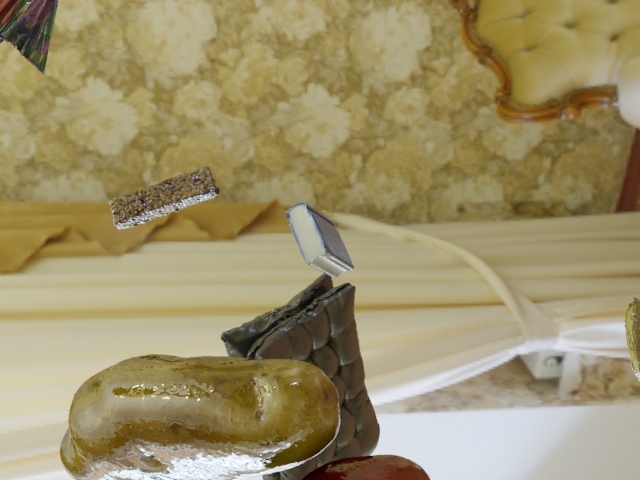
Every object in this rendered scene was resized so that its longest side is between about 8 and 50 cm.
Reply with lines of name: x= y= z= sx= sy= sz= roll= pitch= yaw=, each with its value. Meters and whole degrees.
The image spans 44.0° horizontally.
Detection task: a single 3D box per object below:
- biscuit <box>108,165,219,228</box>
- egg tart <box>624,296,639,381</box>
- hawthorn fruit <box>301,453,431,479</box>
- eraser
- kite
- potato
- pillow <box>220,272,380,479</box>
biscuit: x=-0.283 y=-0.078 z=1.438 sx=0.034 sy=0.199 sz=0.064 roll=87 pitch=162 yaw=-61
egg tart: x=0.446 y=0.139 z=1.064 sx=0.129 sy=0.049 sz=0.128 roll=25 pitch=-120 yaw=-52
hawthorn fruit: x=0.036 y=0.320 z=0.847 sx=0.185 sy=0.202 sz=0.185 roll=-176 pitch=90 yaw=-68
eraser: x=0.000 y=0.000 z=0.806 sx=0.063 sy=0.027 sz=0.085 roll=67 pitch=-166 yaw=20
kite: x=-0.442 y=-0.357 z=1.187 sx=0.234 sy=0.016 sz=0.321 roll=-55 pitch=-7 yaw=-5
potato: x=-0.136 y=0.198 z=0.890 sx=0.195 sy=0.369 sz=0.176 roll=63 pitch=-146 yaw=-21
pillow: x=-0.019 y=0.235 z=1.193 sx=0.101 sy=0.228 sz=0.326 roll=12 pitch=121 yaw=41
